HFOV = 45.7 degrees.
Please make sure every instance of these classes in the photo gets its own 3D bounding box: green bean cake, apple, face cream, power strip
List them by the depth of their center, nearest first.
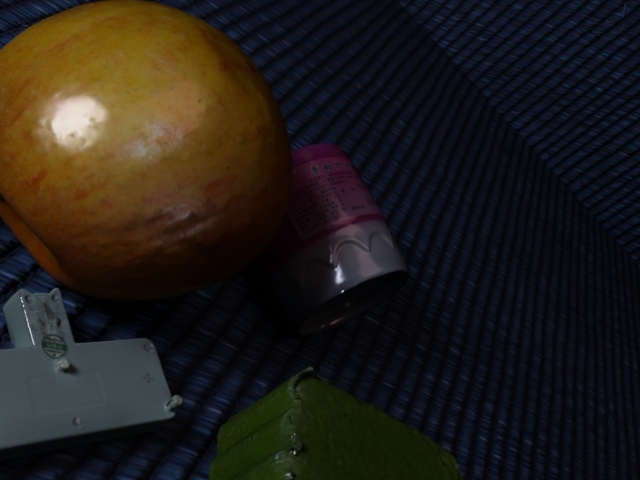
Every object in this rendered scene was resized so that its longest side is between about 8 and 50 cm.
[{"bbox_3d":[-0.238,0.111,0.676,0.216,0.061,0.145,3,56,-51],"label":"power strip"},{"bbox_3d":[0.018,0.284,0.726,0.250,0.156,0.247,34,34,-25],"label":"green bean cake"},{"bbox_3d":[-0.182,-0.076,0.734,0.275,0.299,0.299,-32,83,-34],"label":"apple"},{"bbox_3d":[0.000,0.000,0.981,0.175,0.175,0.195,-3,58,-52],"label":"face cream"}]
